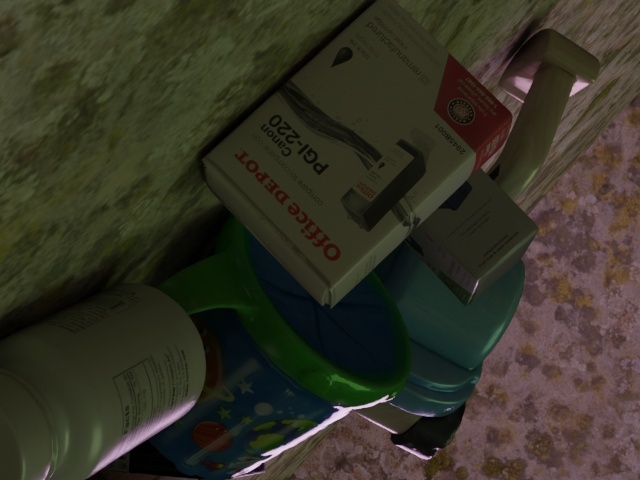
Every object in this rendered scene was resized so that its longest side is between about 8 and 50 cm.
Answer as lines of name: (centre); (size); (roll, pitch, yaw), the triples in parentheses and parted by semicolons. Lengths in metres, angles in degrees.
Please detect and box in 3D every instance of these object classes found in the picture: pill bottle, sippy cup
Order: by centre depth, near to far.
pill bottle: (-0.206, 0.126, 1.144); (0.131, 0.131, 0.229); (-51, 168, 31)
sippy cup: (-0.067, 0.114, 1.393); (0.224, 0.305, 0.240); (-42, -159, 26)

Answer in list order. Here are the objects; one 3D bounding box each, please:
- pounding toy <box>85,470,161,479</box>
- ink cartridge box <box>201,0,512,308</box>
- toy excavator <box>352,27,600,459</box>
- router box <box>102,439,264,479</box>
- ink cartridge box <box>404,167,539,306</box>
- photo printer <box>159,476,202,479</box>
pounding toy: (-0.257, 0.317, 1.780); (0.141, 0.100, 0.130); (-50, 169, 28)
ink cartridge box: (0.030, -0.075, 1.191); (0.218, 0.158, 0.092); (-44, 171, -7)
toy excavator: (0.187, -0.004, 1.797); (0.445, 0.222, 0.433); (-47, -162, 41)
router box: (-0.170, 0.250, 1.659); (0.133, 0.179, 0.046); (14, 78, -70)
ink cartridge box: (0.125, -0.044, 1.543); (0.093, 0.212, 0.154); (-40, 170, -8)
photo printer: (-0.245, 0.410, 1.947); (0.307, 0.107, 0.256); (-50, -162, 24)
